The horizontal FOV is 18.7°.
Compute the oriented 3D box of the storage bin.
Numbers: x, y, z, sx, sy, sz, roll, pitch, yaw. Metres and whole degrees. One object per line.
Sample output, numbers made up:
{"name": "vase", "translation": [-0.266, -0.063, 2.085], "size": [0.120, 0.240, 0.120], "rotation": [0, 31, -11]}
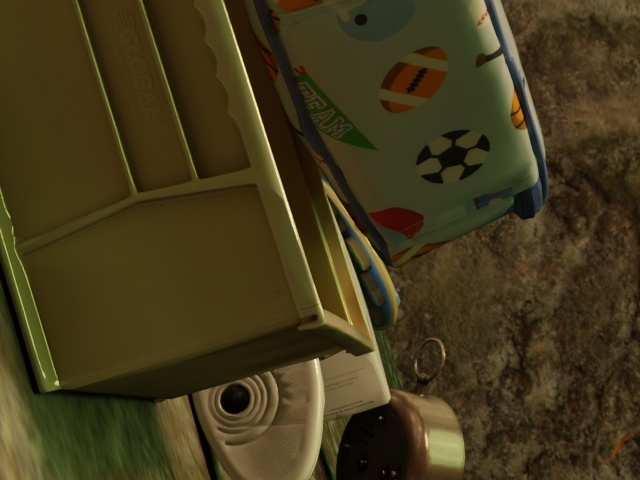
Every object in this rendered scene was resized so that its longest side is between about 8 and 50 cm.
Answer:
{"name": "storage bin", "translation": [-0.079, -0.059, 0.920], "size": [0.262, 0.123, 0.260], "rotation": [39, 34, -82]}

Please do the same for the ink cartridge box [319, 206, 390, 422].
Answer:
{"name": "ink cartridge box", "translation": [-0.009, 0.040, 1.665], "size": [0.139, 0.082, 0.190], "rotation": [-103, 173, -51]}

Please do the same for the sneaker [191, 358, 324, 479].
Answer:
{"name": "sneaker", "translation": [-0.039, 0.064, 1.205], "size": [0.121, 0.079, 0.217], "rotation": [58, 14, -68]}

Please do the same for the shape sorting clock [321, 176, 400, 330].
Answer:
{"name": "shape sorting clock", "translation": [0.000, 0.000, 1.811], "size": [0.206, 0.040, 0.206], "rotation": [48, -21, 25]}

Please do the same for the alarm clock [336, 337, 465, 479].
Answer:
{"name": "alarm clock", "translation": [0.070, 0.176, 1.691], "size": [0.129, 0.064, 0.192], "rotation": [19, -88, 58]}

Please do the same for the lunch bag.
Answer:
{"name": "lunch bag", "translation": [0.014, -0.151, 0.942], "size": [0.303, 0.115, 0.243], "rotation": [68, 3, -51]}
